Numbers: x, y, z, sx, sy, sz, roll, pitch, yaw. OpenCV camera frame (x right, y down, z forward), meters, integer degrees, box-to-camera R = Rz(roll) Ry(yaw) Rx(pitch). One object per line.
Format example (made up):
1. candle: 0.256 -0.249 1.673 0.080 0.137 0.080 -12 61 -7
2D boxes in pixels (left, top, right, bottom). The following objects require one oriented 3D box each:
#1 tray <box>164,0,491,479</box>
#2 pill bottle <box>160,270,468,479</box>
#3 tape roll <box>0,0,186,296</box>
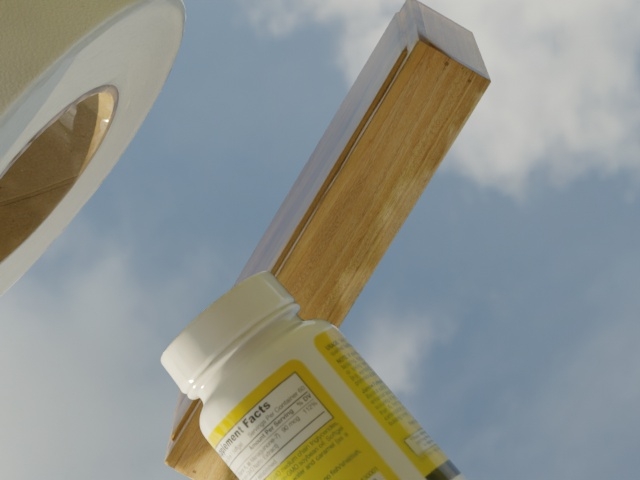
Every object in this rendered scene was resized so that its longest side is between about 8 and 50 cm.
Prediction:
1. tray: 0.000 0.000 1.577 0.076 0.411 0.203 30 -165 -9
2. pill bottle: -0.006 0.129 1.264 0.119 0.119 0.208 -36 -100 -22
3. tape roll: -0.253 -0.063 1.475 0.072 0.392 0.392 40 -119 6
